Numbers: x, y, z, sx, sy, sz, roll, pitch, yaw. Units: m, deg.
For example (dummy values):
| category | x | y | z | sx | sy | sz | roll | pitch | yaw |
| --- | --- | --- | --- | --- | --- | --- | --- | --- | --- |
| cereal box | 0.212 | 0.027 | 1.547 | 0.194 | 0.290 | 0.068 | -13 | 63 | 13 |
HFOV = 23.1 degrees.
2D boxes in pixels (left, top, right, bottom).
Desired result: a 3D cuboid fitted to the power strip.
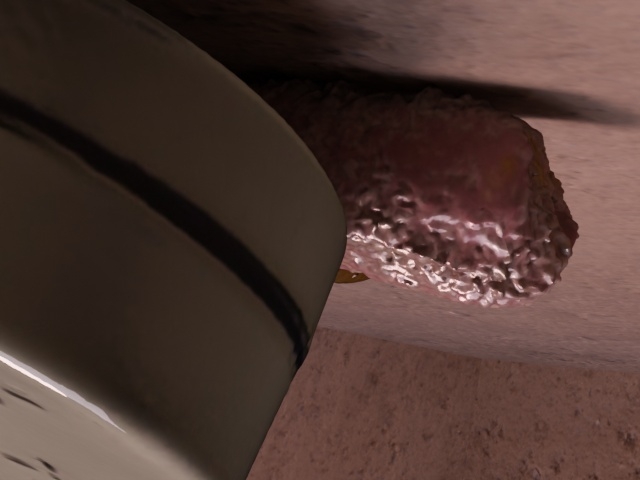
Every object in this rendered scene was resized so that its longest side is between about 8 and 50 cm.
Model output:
| category | x | y | z | sx | sy | sz | roll | pitch | yaw |
| --- | --- | --- | --- | --- | --- | --- | --- | --- | --- |
| power strip | -0.165 | -0.004 | 0.739 | 0.358 | 0.161 | 0.357 | 21 | 159 | 9 |

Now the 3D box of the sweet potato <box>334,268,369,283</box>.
| category | x | y | z | sx | sy | sz | roll | pitch | yaw |
| --- | --- | --- | --- | --- | --- | --- | --- | --- | --- |
| sweet potato | -0.003 | 0.000 | 1.414 | 0.069 | 0.059 | 0.249 | -16 | 160 | 24 |

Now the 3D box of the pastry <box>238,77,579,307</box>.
| category | x | y | z | sx | sy | sz | roll | pitch | yaw |
| --- | --- | --- | --- | --- | --- | --- | --- | --- | --- |
| pastry | 0.007 | -0.036 | 0.858 | 0.265 | 0.102 | 0.112 | 7 | 156 | 29 |
